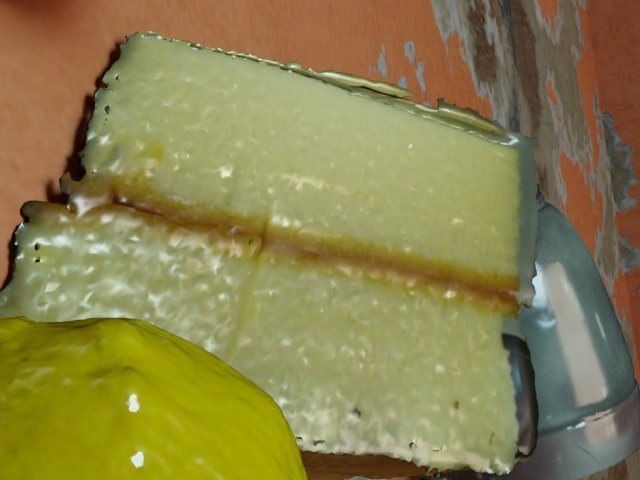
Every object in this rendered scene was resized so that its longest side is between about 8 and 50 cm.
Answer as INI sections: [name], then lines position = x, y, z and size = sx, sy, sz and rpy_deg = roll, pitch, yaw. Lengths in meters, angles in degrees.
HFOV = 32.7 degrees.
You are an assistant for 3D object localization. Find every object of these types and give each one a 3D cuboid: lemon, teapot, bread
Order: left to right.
[lemon]
position = -0.115, 0.159, 0.464
size = 0.233, 0.233, 0.288
rpy_deg = 63, 39, -36
[bread]
position = 0.000, 0.000, 0.769
size = 0.405, 0.242, 0.345
rpy_deg = 46, 41, -57
[teapot]
position = 0.191, 0.077, 1.185
size = 0.315, 0.233, 0.312
rpy_deg = -149, -135, -84
